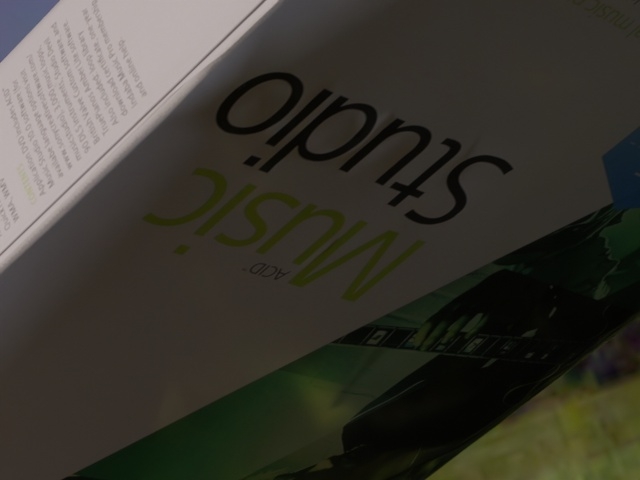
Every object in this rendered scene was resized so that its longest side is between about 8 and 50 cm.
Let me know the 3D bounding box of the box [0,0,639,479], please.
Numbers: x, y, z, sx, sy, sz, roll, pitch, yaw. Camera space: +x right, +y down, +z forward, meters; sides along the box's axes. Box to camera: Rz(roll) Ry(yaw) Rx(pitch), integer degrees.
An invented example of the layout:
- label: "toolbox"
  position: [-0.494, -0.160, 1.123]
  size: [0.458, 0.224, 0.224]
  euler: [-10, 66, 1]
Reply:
- label: "box"
  position: [0.000, 0.000, 0.544]
  size: [0.322, 0.058, 0.232]
  euler: [-40, -36, 28]
